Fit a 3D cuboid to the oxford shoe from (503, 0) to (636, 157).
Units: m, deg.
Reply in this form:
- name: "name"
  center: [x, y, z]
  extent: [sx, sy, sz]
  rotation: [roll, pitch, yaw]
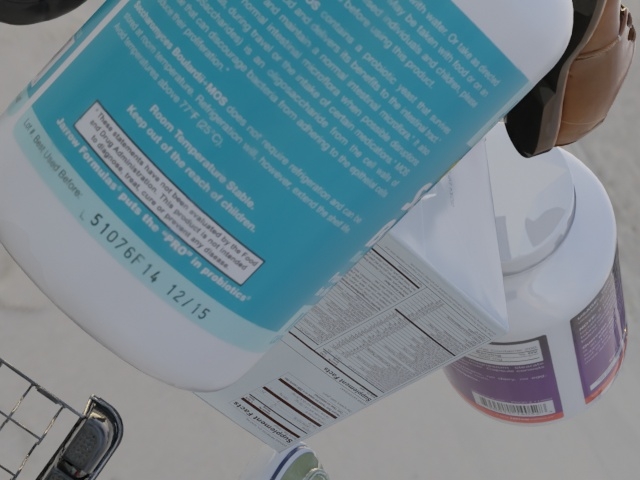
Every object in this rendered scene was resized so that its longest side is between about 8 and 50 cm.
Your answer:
- name: "oxford shoe"
  center: [0.174, -0.143, 0.968]
  extent: [0.212, 0.076, 0.076]
  rotation: [98, -26, -55]

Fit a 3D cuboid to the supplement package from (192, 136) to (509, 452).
- name: "supplement package"
  center: [0.000, 0.000, 1.026]
  extent: [0.149, 0.203, 0.194]
  rotation: [39, 33, -33]

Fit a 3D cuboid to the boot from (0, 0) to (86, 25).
- name: "boot"
  center: [-0.253, -0.362, 0.985]
  extent: [0.284, 0.138, 0.377]
  rotation: [-112, -179, -53]

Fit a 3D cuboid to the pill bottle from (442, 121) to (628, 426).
- name: "pill bottle"
  center: [0.168, 0.030, 1.277]
  extent: [0.181, 0.181, 0.323]
  rotation: [63, 0, 29]

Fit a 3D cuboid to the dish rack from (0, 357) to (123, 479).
- name: "dish rack"
  center: [-0.323, 0.161, 1.208]
  extent: [0.271, 0.208, 0.074]
  rotation: [36, -4, -6]

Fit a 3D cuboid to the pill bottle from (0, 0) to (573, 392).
- name: "pill bottle"
  center: [-0.003, -0.076, 0.587]
  extent: [0.146, 0.264, 0.146]
  rotation: [44, 9, -9]

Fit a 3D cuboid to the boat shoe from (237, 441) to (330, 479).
- name: "boat shoe"
  center: [-0.030, 0.292, 1.100]
  extent: [0.109, 0.094, 0.302]
  rotation: [51, 45, -49]
